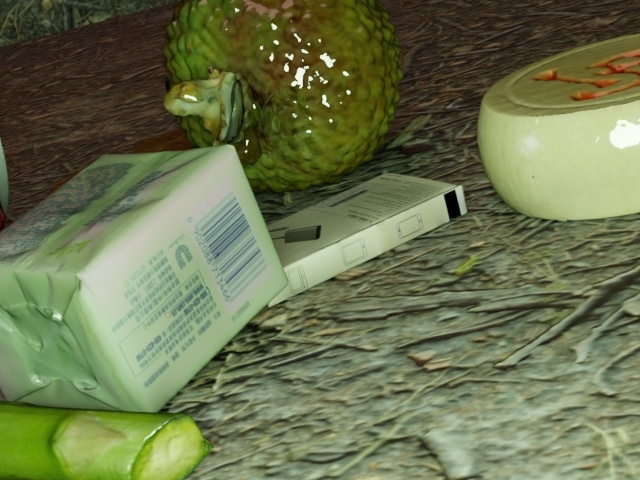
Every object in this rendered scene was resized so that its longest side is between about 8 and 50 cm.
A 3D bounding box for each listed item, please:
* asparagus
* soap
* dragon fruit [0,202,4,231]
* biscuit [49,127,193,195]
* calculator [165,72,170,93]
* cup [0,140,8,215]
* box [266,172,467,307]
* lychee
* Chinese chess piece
[{"bbox_3d":[-0.197,0.144,1.004,0.277,0.060,0.067,-2,3,39],"label":"asparagus"},{"bbox_3d":[-0.161,0.030,1.140,0.182,0.138,0.199,1,34,42],"label":"soap"},{"bbox_3d":[-0.425,-0.020,1.461,0.192,0.193,0.274,26,8,-47],"label":"dragon fruit"},{"bbox_3d":[-0.200,-0.085,1.739,0.202,0.044,0.288,-2,21,37],"label":"biscuit"},{"bbox_3d":[-0.075,-0.249,1.942,0.248,0.058,0.274,-23,-2,17],"label":"calculator"},{"bbox_3d":[-0.567,-0.073,1.724,0.274,0.259,0.357,-21,-16,-31],"label":"cup"},{"bbox_3d":[0.000,0.000,1.311,0.247,0.033,0.129,-24,20,-24],"label":"box"},{"bbox_3d":[-0.040,-0.178,1.524,0.270,0.270,0.320,0,48,42],"label":"lychee"},{"bbox_3d":[0.273,-0.109,1.290,0.273,0.102,0.273,-14,17,4],"label":"Chinese chess piece"}]
